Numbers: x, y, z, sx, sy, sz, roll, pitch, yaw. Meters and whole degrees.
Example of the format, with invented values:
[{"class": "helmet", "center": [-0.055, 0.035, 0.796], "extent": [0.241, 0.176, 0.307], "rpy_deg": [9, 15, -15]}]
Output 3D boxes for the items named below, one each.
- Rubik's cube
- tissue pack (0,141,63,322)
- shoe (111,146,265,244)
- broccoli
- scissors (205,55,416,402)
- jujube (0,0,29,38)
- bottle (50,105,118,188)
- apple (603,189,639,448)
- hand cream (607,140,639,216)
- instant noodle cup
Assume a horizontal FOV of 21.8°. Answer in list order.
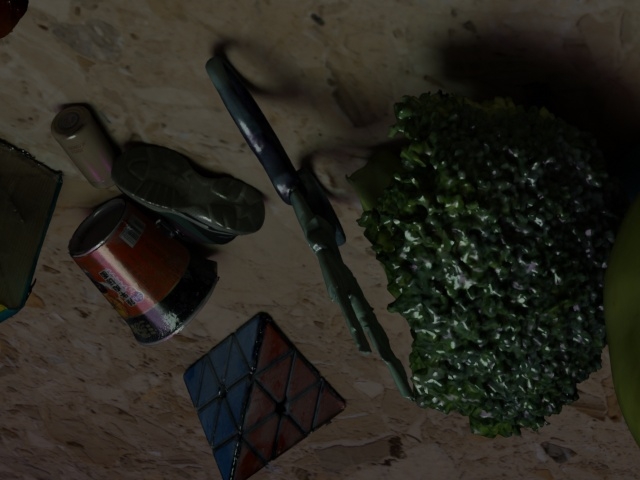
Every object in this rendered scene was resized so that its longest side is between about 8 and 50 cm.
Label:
[{"class": "Rubik's cube", "center": [-0.121, 0.204, 2.042], "extent": [0.178, 0.190, 0.211], "rpy_deg": [8, 145, 41]}, {"class": "tissue pack", "center": [-0.423, 0.017, 1.829], "extent": [0.134, 0.192, 0.271], "rpy_deg": [33, 141, -27]}, {"class": "shoe", "center": [-0.149, -0.035, 1.761], "extent": [0.169, 0.071, 0.099], "rpy_deg": [21, 149, -15]}, {"class": "broccoli", "center": [0.171, 0.006, 1.553], "extent": [0.249, 0.302, 0.375], "rpy_deg": [-21, 126, 8]}, {"class": "scissors", "center": [0.000, 0.000, 1.524], "extent": [0.029, 0.383, 0.256], "rpy_deg": [-32, 131, 6]}, {"class": "jujube", "center": [-0.406, -0.228, 1.474], "extent": [0.290, 0.197, 0.197], "rpy_deg": [-3, 143, 10]}, {"class": "bottle", "center": [-0.241, -0.095, 1.727], "extent": [0.045, 0.045, 0.096], "rpy_deg": [-1, 144, 23]}, {"class": "apple", "center": [0.472, 0.077, 1.354], "extent": [0.474, 0.473, 0.473], "rpy_deg": [10, 146, 7]}, {"class": "hand cream", "center": [0.305, -0.050, 1.596], "extent": [0.083, 0.048, 0.224], "rpy_deg": [20, 152, -7]}, {"class": "instant noodle cup", "center": [-0.202, 0.028, 1.835], "extent": [0.127, 0.127, 0.135], "rpy_deg": [-19, 126, 39]}]
